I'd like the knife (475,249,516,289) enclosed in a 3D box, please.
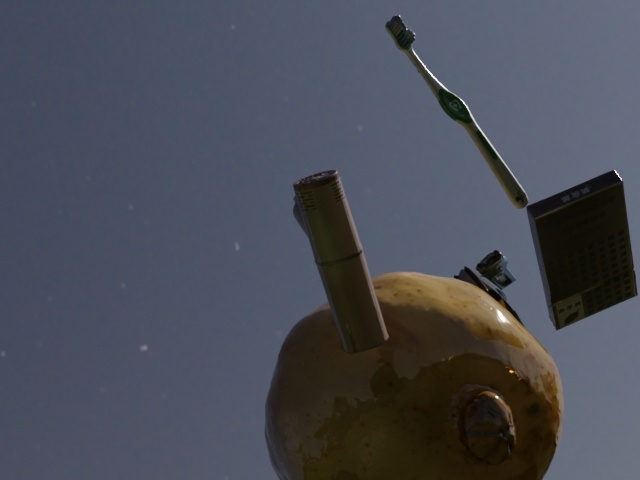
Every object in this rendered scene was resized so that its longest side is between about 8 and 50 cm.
[{"bbox_3d":[0.267,0.048,1.726,0.044,0.026,0.296,-41,-17,7],"label":"knife"}]

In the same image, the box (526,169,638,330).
[{"bbox_3d":[0.503,0.024,2.209,0.180,0.047,0.325,-23,-47,-2],"label":"box"}]

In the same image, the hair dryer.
[{"bbox_3d":[0.003,0.011,1.316,0.054,0.220,0.195,-19,-77,-10],"label":"hair dryer"}]

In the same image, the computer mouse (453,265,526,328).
[{"bbox_3d":[0.293,0.166,1.820,0.072,0.310,0.158,-30,-47,15],"label":"computer mouse"}]

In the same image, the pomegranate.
[{"bbox_3d":[0.125,0.219,1.436,0.410,0.410,0.410,-12,-36,-9],"label":"pomegranate"}]

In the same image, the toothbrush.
[{"bbox_3d":[0.179,-0.167,1.518,0.030,0.304,0.030,-35,-3,-2],"label":"toothbrush"}]
